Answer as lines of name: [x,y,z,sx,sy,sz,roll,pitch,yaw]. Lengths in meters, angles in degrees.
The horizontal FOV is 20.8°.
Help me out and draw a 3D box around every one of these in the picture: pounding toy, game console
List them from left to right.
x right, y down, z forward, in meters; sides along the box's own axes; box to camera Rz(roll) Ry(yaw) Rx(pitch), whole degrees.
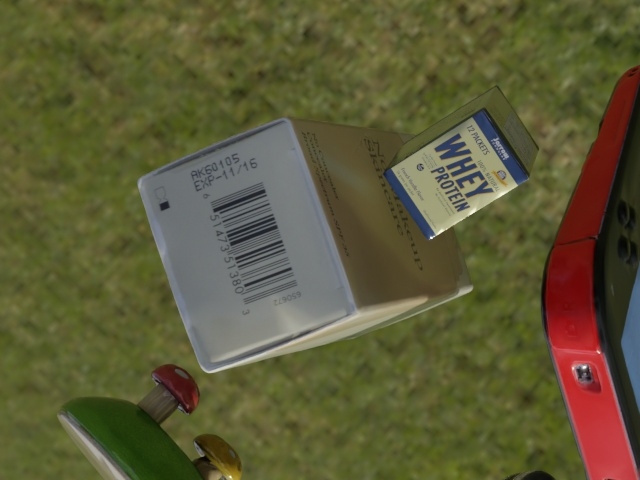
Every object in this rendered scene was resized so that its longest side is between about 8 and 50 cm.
pounding toy: [-0.116,0.195,1.508,0.237,0.110,0.183,35,161,41]
game console: [0.291,0.089,1.516,0.060,0.342,0.387,-2,125,27]

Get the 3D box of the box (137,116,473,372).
box: [0.000,0.000,1.275,0.121,0.311,0.148,-22,86,18]

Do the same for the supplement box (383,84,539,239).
supplement box: [0.097,-0.054,1.182,0.083,0.083,0.056,-32,97,19]

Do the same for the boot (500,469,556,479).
boot: [0.116,0.284,1.318,0.178,0.085,0.236,0,104,45]
